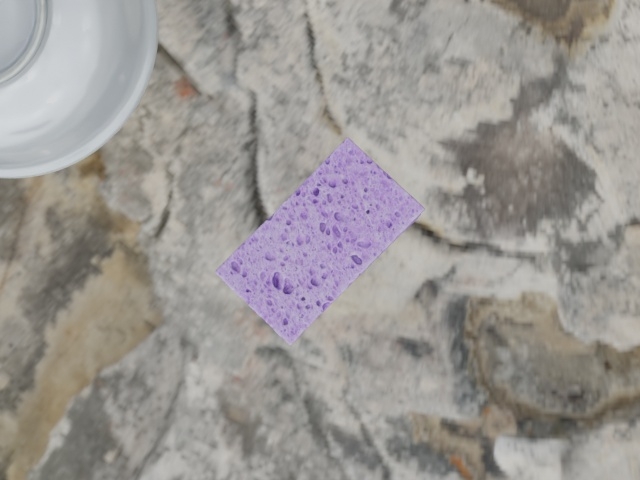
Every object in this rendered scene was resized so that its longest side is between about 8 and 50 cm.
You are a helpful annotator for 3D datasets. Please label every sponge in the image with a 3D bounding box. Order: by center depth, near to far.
[{"bbox_3d":[0.000,0.000,1.561,0.117,0.031,0.210,45,91,4],"label":"sponge"}]

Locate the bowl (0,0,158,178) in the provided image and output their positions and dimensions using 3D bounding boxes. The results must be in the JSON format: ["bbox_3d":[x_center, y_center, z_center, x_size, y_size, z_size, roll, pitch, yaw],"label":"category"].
[{"bbox_3d":[-0.309,-0.207,1.341,0.297,0.134,0.298,0,91,4],"label":"bowl"}]
